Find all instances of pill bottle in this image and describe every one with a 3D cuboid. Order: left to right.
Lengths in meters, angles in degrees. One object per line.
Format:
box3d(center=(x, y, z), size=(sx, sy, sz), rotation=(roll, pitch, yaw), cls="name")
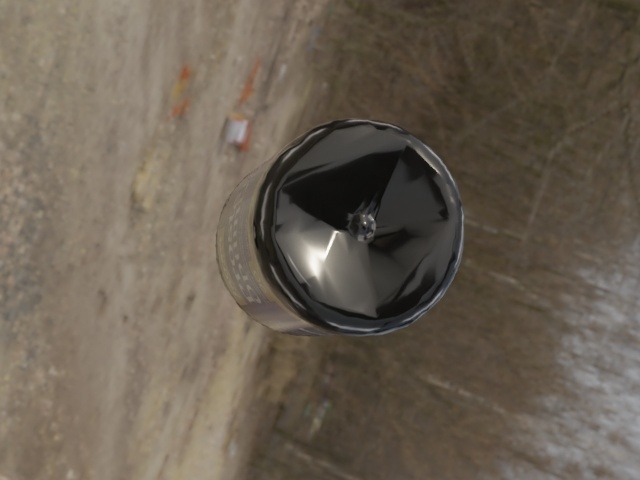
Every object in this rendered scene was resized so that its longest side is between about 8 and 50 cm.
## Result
box3d(center=(0.000, 0.000, 0.749), size=(0.219, 0.122, 0.123), rotation=(160, -48, -76), cls="pill bottle")
